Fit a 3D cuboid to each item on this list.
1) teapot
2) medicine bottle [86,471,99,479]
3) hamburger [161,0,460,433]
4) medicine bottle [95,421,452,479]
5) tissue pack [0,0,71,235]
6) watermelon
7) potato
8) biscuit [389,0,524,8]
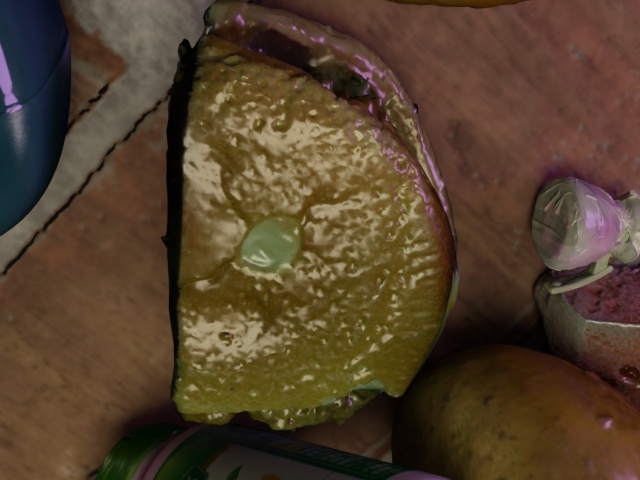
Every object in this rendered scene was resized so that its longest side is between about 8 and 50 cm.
[{"bbox_3d":[0.183,-0.002,0.764,0.064,0.064,0.083,3,113,-16],"label":"teapot"},{"bbox_3d":[-0.147,0.219,0.850,0.052,0.052,0.089,-22,117,6],"label":"medicine bottle"},{"bbox_3d":[0.000,0.000,0.686,0.192,0.168,0.288,2,118,-7],"label":"hamburger"},{"bbox_3d":[-0.033,0.193,0.730,0.133,0.274,0.133,-3,94,-43],"label":"medicine bottle"},{"bbox_3d":[-0.281,-0.073,0.605,0.287,0.198,0.206,-13,116,-1],"label":"tissue pack"},{"bbox_3d":[0.269,0.080,0.811,0.241,0.094,0.154,14,124,-11],"label":"watermelon"},{"bbox_3d":[0.154,0.194,0.768,0.229,0.229,0.266,-27,72,8],"label":"potato"},{"bbox_3d":[0.090,-0.191,0.586,0.220,0.220,0.066,0,77,-5],"label":"biscuit"}]
